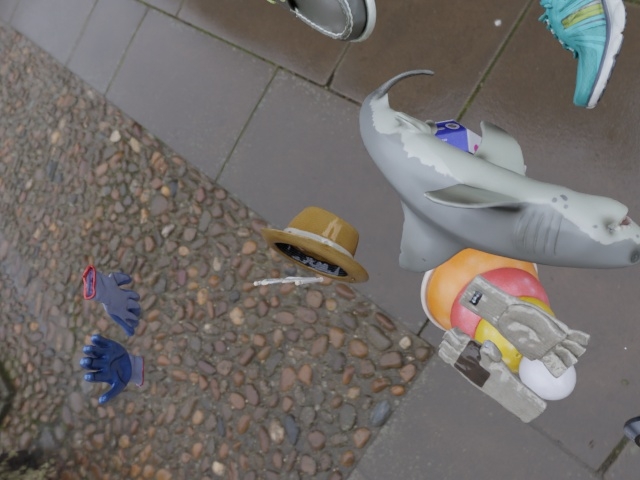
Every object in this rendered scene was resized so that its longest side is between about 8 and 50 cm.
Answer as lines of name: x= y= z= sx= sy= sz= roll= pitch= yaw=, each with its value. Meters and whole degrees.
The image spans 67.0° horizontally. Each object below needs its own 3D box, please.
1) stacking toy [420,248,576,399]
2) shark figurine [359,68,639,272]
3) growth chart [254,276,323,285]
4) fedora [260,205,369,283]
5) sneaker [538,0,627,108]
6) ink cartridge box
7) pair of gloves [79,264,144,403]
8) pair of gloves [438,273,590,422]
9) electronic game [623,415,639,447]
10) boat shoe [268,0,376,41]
stacking toy: x=0.486 y=0.223 z=1.257 sx=0.350 sy=0.351 sz=0.479 roll=-45 pitch=22 yaw=16
shark figurine: x=0.076 y=-0.041 z=0.371 sx=0.278 sy=0.166 sz=0.116 roll=48 pitch=136 yaw=39
growth chart: x=-0.112 y=0.138 z=1.638 sx=0.237 sy=0.172 sz=0.021 roll=-5 pitch=88 yaw=42
fedora: x=0.000 y=0.000 z=0.762 sx=0.194 sy=0.194 sz=0.079 roll=17 pitch=73 yaw=34
sneaker: x=0.382 y=-0.333 z=0.715 sx=0.110 sy=0.107 sz=0.275 roll=-2 pitch=98 yaw=22
ink cartridge box: x=0.409 y=-0.237 z=1.372 sx=0.176 sy=0.371 sz=0.069 roll=3 pitch=77 yaw=51
pair of gloves: x=-0.299 y=0.135 z=0.700 sx=0.023 sy=0.159 sz=0.198 roll=-10 pitch=67 yaw=4
pair of gloves: x=0.316 y=0.186 z=0.831 sx=0.204 sy=0.042 sz=0.240 roll=33 pitch=135 yaw=27
electronic game: x=0.793 y=0.431 z=1.050 sx=0.230 sy=0.229 sz=0.048 roll=-1 pitch=51 yaw=32
boat shoe: x=-0.053 y=-0.361 z=0.629 sx=0.305 sy=0.091 sz=0.109 roll=49 pitch=146 yaw=14
